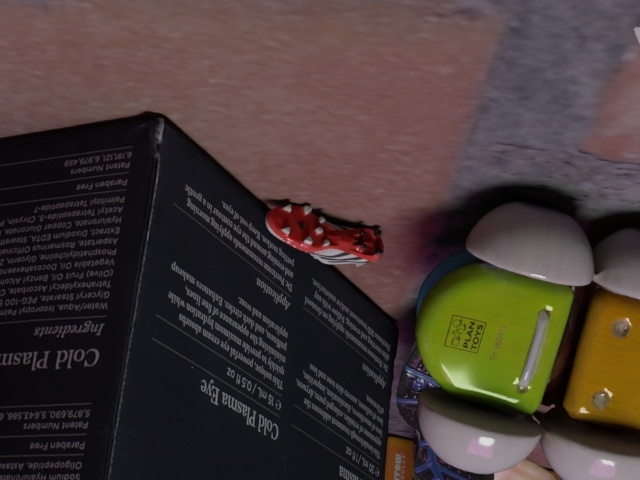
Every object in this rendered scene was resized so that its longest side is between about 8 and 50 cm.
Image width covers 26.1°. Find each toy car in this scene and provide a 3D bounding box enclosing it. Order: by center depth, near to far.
[{"bbox_3d":[0.137,0.057,0.843,0.182,0.159,0.136,11,-167,-15],"label":"toy car"}]

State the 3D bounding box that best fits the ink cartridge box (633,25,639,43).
[{"bbox_3d":[0.262,-0.086,0.510,0.255,0.097,0.189,-4,155,24],"label":"ink cartridge box"}]

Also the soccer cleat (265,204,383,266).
[{"bbox_3d":[0.000,0.000,0.849,0.083,0.029,0.035,13,152,-28],"label":"soccer cleat"}]

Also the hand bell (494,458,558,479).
[{"bbox_3d":[0.099,0.289,1.193,0.126,0.242,0.126,25,170,5],"label":"hand bell"}]

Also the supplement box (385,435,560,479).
[{"bbox_3d":[0.146,0.254,1.349,0.233,0.078,0.080,14,155,-21],"label":"supplement box"}]

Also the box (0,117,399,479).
[{"bbox_3d":[-0.104,0.147,0.852,0.179,0.313,0.343,-7,153,25],"label":"box"}]

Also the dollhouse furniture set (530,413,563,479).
[{"bbox_3d":[0.239,0.169,1.219,0.081,0.091,0.114,-45,168,9],"label":"dollhouse furniture set"}]

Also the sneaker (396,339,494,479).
[{"bbox_3d":[0.097,0.106,1.024,0.080,0.081,0.211,5,139,4],"label":"sneaker"}]
